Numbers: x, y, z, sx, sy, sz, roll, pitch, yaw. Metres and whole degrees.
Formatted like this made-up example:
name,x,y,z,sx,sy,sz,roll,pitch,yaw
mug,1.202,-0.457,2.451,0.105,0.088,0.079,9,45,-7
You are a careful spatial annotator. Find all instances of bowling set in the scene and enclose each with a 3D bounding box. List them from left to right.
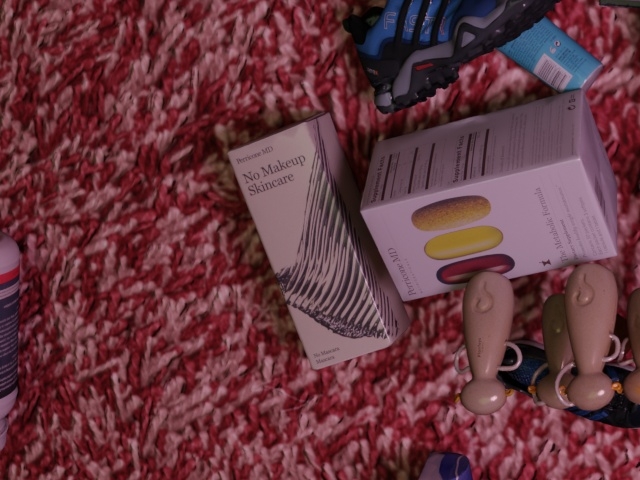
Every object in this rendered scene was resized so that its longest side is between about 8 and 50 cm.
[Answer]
name,x,y,z,sx,sy,sz,roll,pitch,yaw
bowling set,0.302,0.123,1.604,0.287,0.200,0.154,-7,65,28

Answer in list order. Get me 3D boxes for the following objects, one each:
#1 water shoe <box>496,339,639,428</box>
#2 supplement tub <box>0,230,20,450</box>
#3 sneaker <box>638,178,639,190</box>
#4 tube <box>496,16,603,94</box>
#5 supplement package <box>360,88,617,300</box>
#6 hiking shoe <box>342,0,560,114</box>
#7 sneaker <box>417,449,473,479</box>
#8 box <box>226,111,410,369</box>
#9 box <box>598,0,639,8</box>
name,x,y,z,sx,sy,sz,roll,pitch,yaw
water shoe,0.292,0.172,1.715,0.203,0.080,0.073,15,107,15
supplement tub,-0.473,0.125,1.904,0.191,0.191,0.272,8,104,17
sneaker,0.429,0.069,1.622,0.321,0.124,0.180,42,110,6
tube,0.212,-0.233,1.671,0.207,0.052,0.080,40,111,12
supplement package,0.185,-0.046,1.652,0.244,0.134,0.139,-14,124,21
hiking shoe,0.136,-0.249,1.620,0.304,0.113,0.132,-33,86,42
sneaker,0.199,0.399,1.786,0.182,0.127,0.316,2,110,14
box,0.000,0.000,1.768,0.113,0.094,0.275,-21,95,21
box,0.360,-0.324,1.609,0.116,0.029,0.162,8,106,16
